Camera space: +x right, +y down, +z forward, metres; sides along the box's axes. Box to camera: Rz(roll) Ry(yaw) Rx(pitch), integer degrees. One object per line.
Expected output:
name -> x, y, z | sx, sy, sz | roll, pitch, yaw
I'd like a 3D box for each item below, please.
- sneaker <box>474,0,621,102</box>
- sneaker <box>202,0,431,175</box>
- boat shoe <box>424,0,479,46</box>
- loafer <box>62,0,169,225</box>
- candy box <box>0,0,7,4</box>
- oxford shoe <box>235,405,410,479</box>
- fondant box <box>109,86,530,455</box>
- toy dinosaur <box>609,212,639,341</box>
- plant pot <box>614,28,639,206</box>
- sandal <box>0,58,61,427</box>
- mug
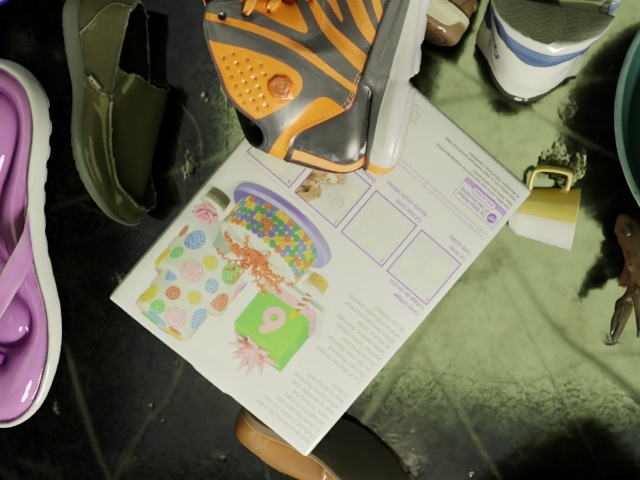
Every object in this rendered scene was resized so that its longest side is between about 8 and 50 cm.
sneaker -> 0.211, -0.256, 0.745 | 0.127, 0.182, 0.316 | 18, 69, 6
sneaker -> -0.002, -0.215, 0.633 | 0.180, 0.124, 0.321 | 8, 100, -4
boat shoe -> 0.040, -0.286, 0.737 | 0.257, 0.095, 0.095 | 30, 93, -17
loafer -> -0.207, -0.141, 0.837 | 0.087, 0.094, 0.251 | -9, 93, 14
candy box -> -0.351, -0.415, 0.822 | 0.317, 0.122, 0.268 | -29, 92, 10
oxford shoe -> 0.004, 0.236, 0.860 | 0.212, 0.076, 0.076 | 31, 128, 5
fondant box -> 0.000, 0.000, 0.771 | 0.238, 0.096, 0.330 | 40, 90, -7
toy dinosaur -> 0.369, 0.099, 0.699 | 0.127, 0.295, 0.200 | -47, 126, -12
plant pot -> 0.404, -0.084, 0.671 | 0.293, 0.196, 0.293 | -3, 81, 21
sandal -> -0.385, 0.008, 0.877 | 0.169, 0.102, 0.416 | 1, 96, 10
mug -> 0.224, -0.033, 0.796 | 0.064, 0.062, 0.078 | 10, 90, 17
